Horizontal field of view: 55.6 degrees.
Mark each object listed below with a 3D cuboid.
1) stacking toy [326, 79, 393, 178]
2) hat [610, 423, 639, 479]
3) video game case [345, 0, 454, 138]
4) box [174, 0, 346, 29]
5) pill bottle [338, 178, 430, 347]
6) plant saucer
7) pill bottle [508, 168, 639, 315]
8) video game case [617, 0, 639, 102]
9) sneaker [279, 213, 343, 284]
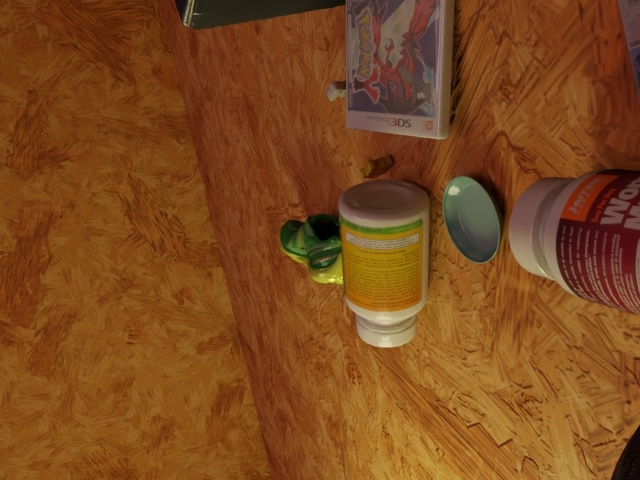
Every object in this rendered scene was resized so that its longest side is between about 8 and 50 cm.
[{"bbox_3d":[0.089,-0.212,0.933,0.167,0.052,0.221,68,157,12],"label":"stacking toy"},{"bbox_3d":[0.316,0.220,0.321,0.331,0.134,0.331,0,91,38],"label":"hat"},{"bbox_3d":[0.099,-0.244,0.812,0.183,0.023,0.201,19,115,49],"label":"video game case"},{"bbox_3d":[-0.065,-0.584,0.688,0.472,0.297,0.479,-23,85,68],"label":"box"},{"bbox_3d":[0.102,0.041,0.956,0.136,0.136,0.245,-136,36,-54],"label":"pill bottle"},{"bbox_3d":[0.204,-0.029,0.801,0.119,0.021,0.119,51,150,45],"label":"plant saucer"},{"bbox_3d":[0.270,0.002,0.510,0.221,0.121,0.121,20,124,65],"label":"pill bottle"},{"bbox_3d":[0.304,-0.149,0.455,0.157,0.019,0.143,-3,102,68],"label":"video game case"},{"bbox_3d":[0.000,0.000,1.279,0.295,0.109,0.123,36,115,62],"label":"sneaker"}]
